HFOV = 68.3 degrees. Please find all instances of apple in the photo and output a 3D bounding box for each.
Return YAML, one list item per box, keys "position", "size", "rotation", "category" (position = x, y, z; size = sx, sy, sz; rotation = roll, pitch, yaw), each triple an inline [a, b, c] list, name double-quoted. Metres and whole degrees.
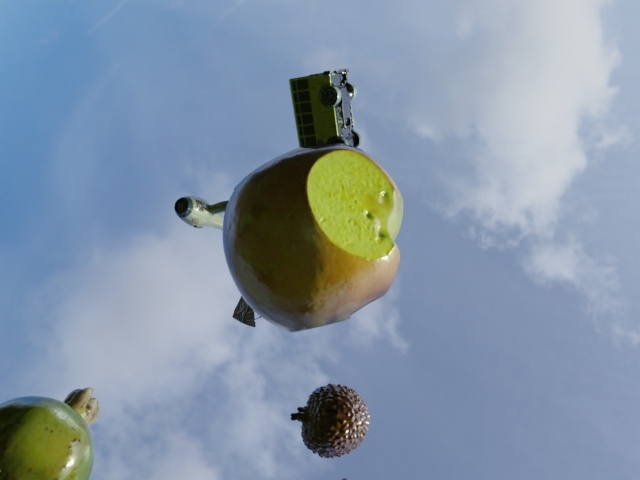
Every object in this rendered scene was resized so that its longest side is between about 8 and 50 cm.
- position: [0.000, 0.000, 0.954]
  size: [0.383, 0.374, 0.375]
  rotation: [-18, -127, -4]
  category: "apple"

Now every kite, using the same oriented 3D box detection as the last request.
- position: [-0.192, 0.165, 1.276]
  size: [0.160, 0.010, 0.183]
  rotation: [-39, -141, 25]
  category: "kite"

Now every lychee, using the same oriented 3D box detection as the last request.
- position: [0.030, 0.508, 1.338]
  size: [0.238, 0.200, 0.200]
  rotation: [15, -125, -19]
  category: "lychee"

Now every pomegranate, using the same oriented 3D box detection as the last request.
- position: [-0.427, 0.302, 0.709]
  size: [0.179, 0.179, 0.211]
  rotation: [-16, -136, 12]
  category: "pomegranate"

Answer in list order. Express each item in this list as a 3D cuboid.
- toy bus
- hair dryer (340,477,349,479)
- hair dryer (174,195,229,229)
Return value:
- position: [0.014, -0.291, 1.203]
  size: [0.149, 0.262, 0.128]
  rotation: [1, -160, 26]
  category: "toy bus"
- position: [0.043, 0.575, 1.020]
  size: [0.037, 0.115, 0.063]
  rotation: [19, -145, 28]
  category: "hair dryer"
- position: [-0.374, -0.098, 1.793]
  size: [0.297, 0.296, 0.119]
  rotation: [-3, -102, -3]
  category: "hair dryer"
